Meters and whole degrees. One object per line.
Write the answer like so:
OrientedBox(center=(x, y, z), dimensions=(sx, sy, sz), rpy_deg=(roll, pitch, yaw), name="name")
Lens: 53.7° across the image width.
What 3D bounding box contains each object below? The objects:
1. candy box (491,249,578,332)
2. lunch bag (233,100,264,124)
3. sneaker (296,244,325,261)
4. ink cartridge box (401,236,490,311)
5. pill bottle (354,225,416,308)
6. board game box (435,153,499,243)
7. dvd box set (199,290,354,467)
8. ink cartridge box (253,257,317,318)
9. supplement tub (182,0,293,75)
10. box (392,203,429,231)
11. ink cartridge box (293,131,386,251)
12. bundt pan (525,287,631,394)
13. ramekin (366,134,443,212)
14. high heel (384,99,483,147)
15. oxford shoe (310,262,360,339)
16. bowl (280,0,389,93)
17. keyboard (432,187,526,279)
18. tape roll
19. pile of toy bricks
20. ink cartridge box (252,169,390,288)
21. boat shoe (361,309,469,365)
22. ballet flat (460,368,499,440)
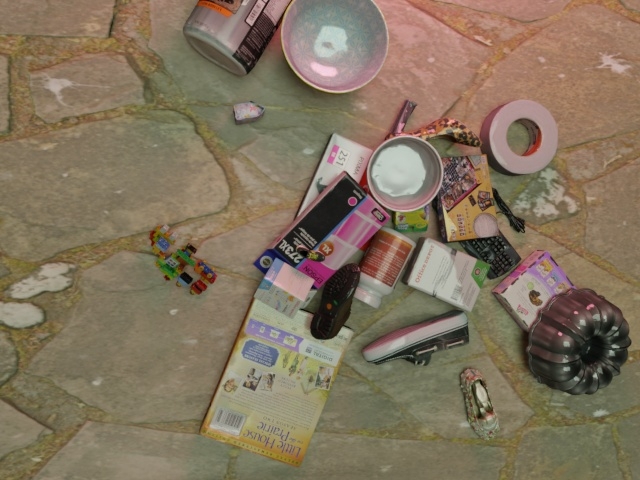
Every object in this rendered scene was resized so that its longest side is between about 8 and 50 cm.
OrientedBox(center=(0.643, 0.153, 1.901), dimensions=(0.196, 0.070, 0.165), rpy_deg=(-41, 99, -7), name="candy box")
OrientedBox(center=(-0.195, -0.351, 1.728), dimensions=(0.083, 0.071, 0.053), rpy_deg=(-9, 90, -7), name="lunch bag")
OrientedBox(center=(-0.027, 0.041, 1.692), dimensions=(0.083, 0.035, 0.031), rpy_deg=(18, 105, -8), name="sneaker")
OrientedBox(center=(0.360, 0.096, 1.835), dimensions=(0.208, 0.087, 0.153), rpy_deg=(24, 88, -7), name="ink cartridge box")
OrientedBox(center=(0.171, 0.077, 1.788), dimensions=(0.121, 0.121, 0.216), rpy_deg=(28, 87, -10), name="pill bottle")
OrientedBox(center=(0.416, -0.121, 1.826), dimensions=(0.164, 0.042, 0.244), rpy_deg=(-6, 84, -13), name="board game box")
OrientedBox(center=(-0.121, 0.391, 1.780), dimensions=(0.307, 0.062, 0.421), rpy_deg=(22, 88, -11), name="dvd box set")
OrientedBox(center=(-0.090, 0.135, 1.717), dimensions=(0.143, 0.092, 0.090), rpy_deg=(30, 43, -1), name="ink cartridge box")
OrientedBox(center=(-0.191, -0.624, 1.648), dimensions=(0.207, 0.207, 0.338), rpy_deg=(31, 86, -10), name="supplement tub")
OrientedBox(center=(0.263, -0.114, 1.829), dimensions=(0.105, 0.043, 0.179), rpy_deg=(0, 97, -11), name="box")
OrientedBox(center=(0.085, -0.131, 1.795), dimensions=(0.238, 0.060, 0.275), rpy_deg=(24, 88, -9), name="ink cartridge box")
OrientedBox(center=(0.779, 0.312, 1.867), dimensions=(0.330, 0.124, 0.331), rpy_deg=(-5, 104, -19), name="bundt pan")
OrientedBox(center=(0.224, -0.186, 1.731), dimensions=(0.207, 0.109, 0.207), rpy_deg=(0, 101, -2), name="ramekin")
OrientedBox(center=(0.317, -0.268, 1.808), dimensions=(0.261, 0.093, 0.186), rpy_deg=(25, 83, 4), name="high heel")
OrientedBox(center=(0.052, 0.168, 1.740), dimensions=(0.082, 0.096, 0.227), rpy_deg=(30, 93, 33), name="oxford shoe")
OrientedBox(center=(0.027, -0.531, 1.716), dimensions=(0.289, 0.156, 0.290), rpy_deg=(-1, 93, -10), name="bowl")
OrientedBox(center=(0.495, -0.054, 1.886), dimensions=(0.201, 0.033, 0.317), rpy_deg=(-42, 99, -6), name="keyboard")
OrientedBox(center=(0.586, -0.302, 1.870), dimensions=(0.219, 0.072, 0.219), rpy_deg=(0, 93, -9), name="tape roll")
OrientedBox(center=(-0.393, 0.071, 1.709), dimensions=(0.105, 0.118, 0.212), rpy_deg=(-33, 113, 31), name="pile of toy bricks")
OrientedBox(center=(0.000, 0.000, 1.735), dimensions=(0.175, 0.069, 0.371), rpy_deg=(43, 102, -14), name="ink cartridge box")
OrientedBox(center=(0.287, 0.305, 1.818), dimensions=(0.335, 0.121, 0.119), rpy_deg=(-17, 91, -11), name="boat shoe")
OrientedBox(center=(0.480, 0.499, 1.885), dimensions=(0.091, 0.077, 0.241), rpy_deg=(-23, 97, -9), name="ballet flat")
